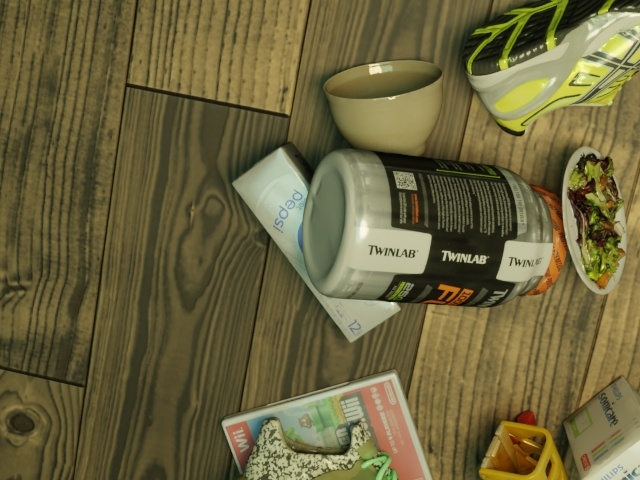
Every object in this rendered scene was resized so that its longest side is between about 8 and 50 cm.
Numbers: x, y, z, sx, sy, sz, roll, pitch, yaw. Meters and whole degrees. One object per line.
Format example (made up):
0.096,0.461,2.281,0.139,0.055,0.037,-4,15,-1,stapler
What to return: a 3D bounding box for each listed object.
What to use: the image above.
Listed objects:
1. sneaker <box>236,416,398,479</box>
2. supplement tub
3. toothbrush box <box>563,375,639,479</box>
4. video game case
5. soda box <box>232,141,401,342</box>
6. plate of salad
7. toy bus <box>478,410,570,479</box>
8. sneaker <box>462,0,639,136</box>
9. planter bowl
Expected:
0.069,0.363,1.350,0.410,0.158,0.182,14,85,-1,sneaker
0.150,-0.011,1.211,0.316,0.193,0.193,5,103,-20,supplement tub
0.485,0.353,1.276,0.122,0.206,0.283,-42,94,14,toothbrush box
0.012,0.331,1.425,0.285,0.025,0.204,-17,99,11,video game case
0.000,0.000,1.324,0.091,0.098,0.286,-35,94,12,soda box
0.375,-0.028,1.225,0.048,0.200,0.199,-8,102,41,plate of salad
0.303,0.350,1.304,0.104,0.202,0.191,2,91,38,toy bus
0.382,-0.269,1.221,0.385,0.145,0.147,-20,129,8,sneaker
0.092,-0.169,1.256,0.162,0.162,0.109,-6,117,9,planter bowl
